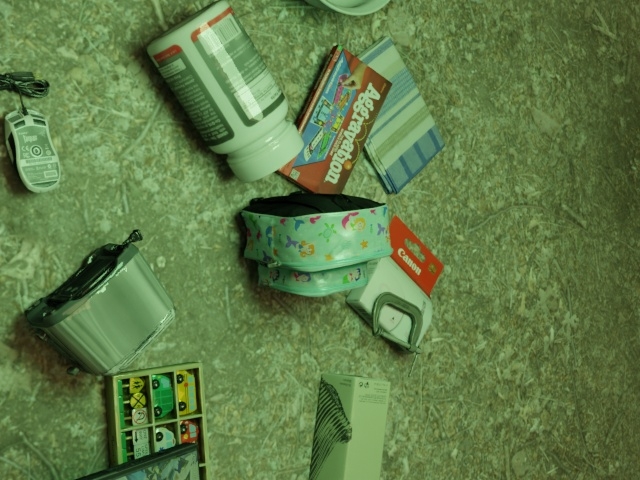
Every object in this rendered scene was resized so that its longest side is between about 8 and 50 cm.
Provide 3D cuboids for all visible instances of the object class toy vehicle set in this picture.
[{"bbox_3d":[-0.269,0.345,1.393,0.166,0.035,0.266,-4,90,-38],"label":"toy vehicle set"}]

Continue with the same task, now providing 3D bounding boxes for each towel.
[{"bbox_3d":[0.141,-0.263,1.743,0.209,0.034,0.285,-44,113,-30],"label":"towel"}]

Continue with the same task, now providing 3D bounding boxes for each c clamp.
[{"bbox_3d":[0.156,0.182,1.673,0.161,0.022,0.137,34,69,-32],"label":"c clamp"}]

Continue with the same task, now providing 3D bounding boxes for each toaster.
[{"bbox_3d":[-0.330,0.106,1.305,0.227,0.129,0.146,-48,119,-31],"label":"toaster"}]

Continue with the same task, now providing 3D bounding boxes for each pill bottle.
[{"bbox_3d":[-0.157,-0.251,1.433,0.161,0.161,0.283,-44,114,-31],"label":"pill bottle"}]

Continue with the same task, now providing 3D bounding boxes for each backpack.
[{"bbox_3d":[0.000,0.000,1.482,0.225,0.254,0.191,-9,93,-38],"label":"backpack"}]

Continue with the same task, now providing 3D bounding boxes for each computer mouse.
[{"bbox_3d":[-0.454,-0.164,1.278,0.106,0.042,0.192,-12,89,-42],"label":"computer mouse"}]

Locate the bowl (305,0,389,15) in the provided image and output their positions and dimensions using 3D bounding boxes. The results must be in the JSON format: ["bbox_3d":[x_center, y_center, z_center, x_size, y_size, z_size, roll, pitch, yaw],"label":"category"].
[{"bbox_3d":[0.011,-0.564,1.596,0.298,0.134,0.297,3,86,-37],"label":"bowl"}]

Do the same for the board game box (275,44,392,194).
[{"bbox_3d":[0.028,-0.223,1.627,0.145,0.027,0.281,30,78,-28],"label":"board game box"}]

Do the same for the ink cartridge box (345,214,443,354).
[{"bbox_3d":[0.174,0.090,1.738,0.189,0.066,0.232,45,67,-27],"label":"ink cartridge box"}]

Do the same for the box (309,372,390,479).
[{"bbox_3d":[0.052,0.396,1.592,0.094,0.113,0.275,14,78,-36],"label":"box"}]

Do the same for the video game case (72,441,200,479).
[{"bbox_3d":[-0.273,0.477,1.288,0.248,0.035,0.274,-3,89,-56],"label":"video game case"}]
